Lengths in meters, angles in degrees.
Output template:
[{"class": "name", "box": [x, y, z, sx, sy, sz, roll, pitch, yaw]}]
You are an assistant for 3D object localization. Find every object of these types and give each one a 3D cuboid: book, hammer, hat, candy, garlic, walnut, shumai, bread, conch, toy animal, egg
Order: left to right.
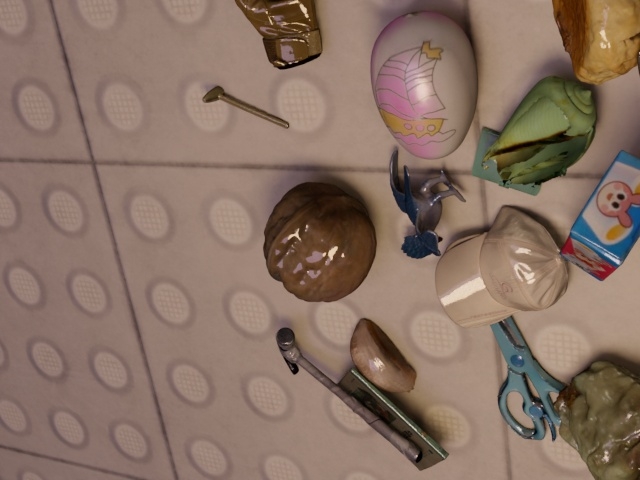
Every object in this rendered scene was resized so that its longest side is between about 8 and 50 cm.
[{"class": "hammer", "box": [-0.157, -0.276, 1.989, 0.195, 0.060, 0.028, 24, 124, 13]}, {"class": "walnut", "box": [0.002, 0.000, 1.928, 0.248, 0.248, 0.248, 14, 121, 24]}, {"class": "hammer", "box": [0.060, 0.356, 2.115, 0.427, 0.044, 0.152, 37, 158, 25]}, {"class": "garlic", "box": [0.135, 0.269, 2.071, 0.195, 0.101, 0.087, 47, 127, 1]}, {"class": "book", "box": [0.155, 0.405, 2.119, 0.283, 0.025, 0.215, 42, 160, 8]}, {"class": "toy animal", "box": [0.196, -0.052, 1.833, 0.176, 0.239, 0.255, -41, 135, 12]}, {"class": "egg", "box": [0.187, -0.276, 1.691, 0.196, 0.196, 0.271, 10, 113, 26]}, {"class": "hat", "box": [0.341, 0.073, 1.799, 0.226, 0.164, 0.219, -31, 101, -7]}, {"class": "book", "box": [0.359, -0.146, 1.770, 0.135, 0.017, 0.103, 20, 121, 20]}, {"class": "conch", "box": [0.390, -0.175, 1.648, 0.143, 0.137, 0.250, 39, 121, 9]}, {"class": "bread", "box": [0.453, -0.369, 1.474, 0.134, 0.244, 0.244, -11, 113, -1]}, {"class": "candy", "box": [0.483, -0.032, 1.557, 0.100, 0.306, 0.157, 34, 91, 13]}, {"class": "shumai", "box": [0.556, 0.366, 1.767, 0.263, 0.304, 0.309, 37, 127, 23]}]

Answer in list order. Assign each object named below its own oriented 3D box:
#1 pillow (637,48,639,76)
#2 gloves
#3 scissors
[{"class": "pillow", "box": [0.599, -0.184, 1.472, 0.101, 0.228, 0.326, -3, 114, 40]}, {"class": "gloves", "box": [-0.101, -0.490, 1.786, 0.154, 0.141, 0.331, 15, 136, 54]}, {"class": "scissors", "box": [0.408, 0.251, 1.942, 0.180, 0.032, 0.393, -18, 106, 36]}]
